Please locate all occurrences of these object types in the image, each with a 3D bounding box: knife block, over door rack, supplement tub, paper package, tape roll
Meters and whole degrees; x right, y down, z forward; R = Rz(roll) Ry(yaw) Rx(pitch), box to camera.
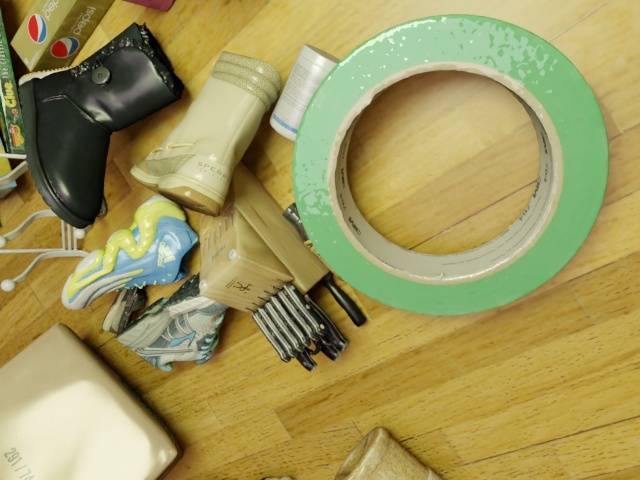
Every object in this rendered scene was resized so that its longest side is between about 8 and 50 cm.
[{"bbox_3d":[-0.049,0.041,0.673,0.088,0.242,0.275,-41,42,26],"label":"knife block"},{"bbox_3d":[-0.530,-0.035,0.720,0.325,0.108,0.239,8,134,-18],"label":"over door rack"},{"bbox_3d":[-0.013,-0.181,0.589,0.071,0.071,0.107,35,116,11],"label":"supplement tub"},{"bbox_3d":[-0.455,0.364,0.798,0.325,0.309,0.168,42,155,9],"label":"paper package"},{"bbox_3d":[0.131,-0.073,0.523,0.322,0.077,0.321,5,112,12],"label":"tape roll"}]

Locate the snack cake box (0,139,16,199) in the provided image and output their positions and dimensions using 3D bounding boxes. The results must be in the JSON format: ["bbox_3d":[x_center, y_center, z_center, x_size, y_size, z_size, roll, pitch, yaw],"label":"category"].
[{"bbox_3d":[-0.639,-0.196,0.818,0.152,0.089,0.264,-11,98,45],"label":"snack cake box"}]

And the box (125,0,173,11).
[{"bbox_3d":[-0.243,-0.466,0.581,0.214,0.117,0.243,-38,87,27],"label":"box"}]

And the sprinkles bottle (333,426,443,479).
[{"bbox_3d":[0.184,0.423,0.648,0.355,0.121,0.121,39,116,9],"label":"sprinkles bottle"}]

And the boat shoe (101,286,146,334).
[{"bbox_3d":[-0.330,0.102,0.822,0.049,0.056,0.152,29,108,-15],"label":"boat shoe"}]

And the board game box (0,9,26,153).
[{"bbox_3d":[-0.533,-0.278,0.778,0.136,0.030,0.259,14,112,48],"label":"board game box"}]

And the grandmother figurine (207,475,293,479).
[{"bbox_3d":[-0.082,0.502,0.805,0.343,0.104,0.207,6,80,25],"label":"grandmother figurine"}]

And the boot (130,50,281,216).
[{"bbox_3d":[-0.162,-0.147,0.643,0.262,0.095,0.203,18,80,58],"label":"boot"}]

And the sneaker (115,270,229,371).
[{"bbox_3d":[-0.195,0.128,0.754,0.283,0.110,0.122,-29,107,32],"label":"sneaker"}]

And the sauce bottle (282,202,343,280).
[{"bbox_3d":[0.000,0.000,0.652,0.128,0.042,0.042,44,117,8],"label":"sauce bottle"}]

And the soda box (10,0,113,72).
[{"bbox_3d":[-0.390,-0.337,0.712,0.181,0.061,0.058,-37,88,27],"label":"soda box"}]

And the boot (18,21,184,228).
[{"bbox_3d":[-0.285,-0.163,0.636,0.207,0.094,0.246,-25,71,6],"label":"boot"}]

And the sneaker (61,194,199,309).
[{"bbox_3d":[-0.289,0.047,0.736,0.126,0.091,0.240,44,96,-4],"label":"sneaker"}]

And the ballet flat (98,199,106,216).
[{"bbox_3d":[-0.397,-0.094,0.797,0.041,0.041,0.114,-6,102,25],"label":"ballet flat"}]

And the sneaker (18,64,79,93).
[{"bbox_3d":[-0.407,-0.224,0.748,0.186,0.070,0.083,-2,99,25],"label":"sneaker"}]
